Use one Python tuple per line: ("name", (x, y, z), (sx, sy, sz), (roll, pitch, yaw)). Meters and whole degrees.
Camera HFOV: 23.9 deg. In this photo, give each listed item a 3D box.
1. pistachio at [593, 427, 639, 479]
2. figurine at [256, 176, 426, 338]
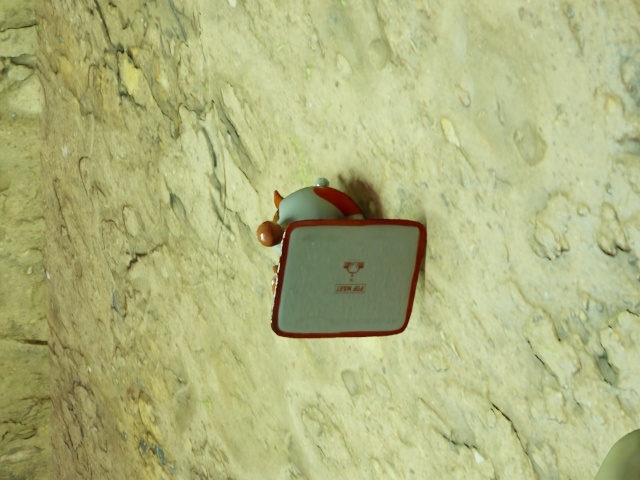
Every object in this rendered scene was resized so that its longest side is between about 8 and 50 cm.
("pistachio", (0.321, 0.260, 1.453), (0.144, 0.144, 0.215), (57, 154, 32))
("figurine", (0.000, 0.000, 1.914), (0.226, 0.183, 0.160), (-125, 41, -58))
